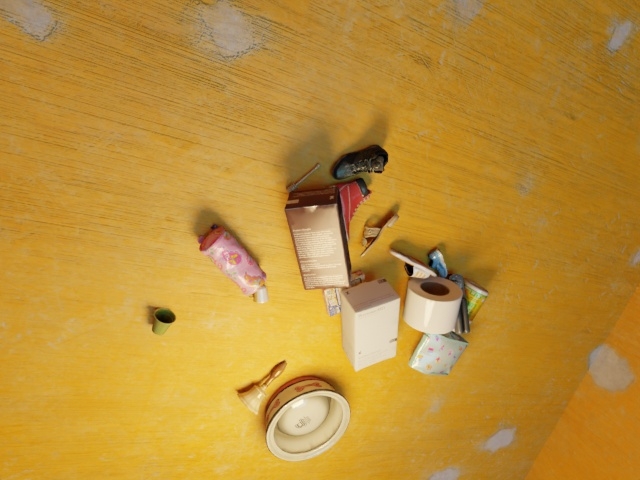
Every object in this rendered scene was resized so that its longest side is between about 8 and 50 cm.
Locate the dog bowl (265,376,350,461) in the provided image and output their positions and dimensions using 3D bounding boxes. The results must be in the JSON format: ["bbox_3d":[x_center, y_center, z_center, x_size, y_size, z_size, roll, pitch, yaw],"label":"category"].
[{"bbox_3d":[-0.074,0.811,2.107,0.408,0.150,0.408,-10,117,-19],"label":"dog bowl"}]

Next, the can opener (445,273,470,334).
[{"bbox_3d":[0.642,0.297,2.149,0.076,0.095,0.283,-2,85,-21],"label":"can opener"}]

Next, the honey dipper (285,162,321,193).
[{"bbox_3d":[-0.062,-0.235,1.703,0.161,0.030,0.030,-42,122,-4],"label":"honey dipper"}]

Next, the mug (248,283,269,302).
[{"bbox_3d":[-0.245,0.209,1.810,0.078,0.062,0.064,-10,109,-26],"label":"mug"}]

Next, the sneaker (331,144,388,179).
[{"bbox_3d":[0.157,-0.287,1.715,0.227,0.130,0.087,-23,118,-10],"label":"sneaker"}]

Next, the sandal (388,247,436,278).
[{"bbox_3d":[0.395,0.115,2.025,0.265,0.102,0.076,25,103,-22],"label":"sandal"}]

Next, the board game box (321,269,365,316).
[{"bbox_3d":[0.108,0.230,1.978,0.193,0.045,0.146,-19,119,-14],"label":"board game box"}]

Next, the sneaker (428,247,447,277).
[{"bbox_3d":[0.540,0.111,2.112,0.073,0.063,0.162,-22,118,9],"label":"sneaker"}]

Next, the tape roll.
[{"bbox_3d":[0.504,0.286,2.057,0.246,0.246,0.169,-5,115,-21],"label":"tape roll"}]

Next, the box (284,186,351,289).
[{"bbox_3d":[0.000,0.000,1.719,0.191,0.143,0.381,-4,126,9],"label":"box"}]

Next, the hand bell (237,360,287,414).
[{"bbox_3d":[-0.234,0.628,1.997,0.242,0.126,0.126,-45,123,-14],"label":"hand bell"}]

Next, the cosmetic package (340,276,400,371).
[{"bbox_3d":[0.213,0.366,1.984,0.217,0.156,0.385,-18,131,-15],"label":"cosmetic package"}]

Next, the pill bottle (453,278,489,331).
[{"bbox_3d":[0.700,0.323,2.221,0.136,0.136,0.245,20,104,-29],"label":"pill bottle"}]

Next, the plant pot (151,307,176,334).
[{"bbox_3d":[-0.593,0.310,1.700,0.083,0.083,0.079,17,117,-29],"label":"plant pot"}]

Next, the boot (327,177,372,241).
[{"bbox_3d":[0.134,-0.120,1.808,0.176,0.088,0.244,-17,115,-17],"label":"boot"}]

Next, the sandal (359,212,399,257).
[{"bbox_3d":[0.220,-0.041,1.900,0.079,0.088,0.240,44,84,-1],"label":"sandal"}]

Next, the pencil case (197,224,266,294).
[{"bbox_3d":[-0.324,0.077,1.685,0.124,0.124,0.284,-41,121,-1],"label":"pencil case"}]

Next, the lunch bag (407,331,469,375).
[{"bbox_3d":[0.564,0.539,2.252,0.262,0.160,0.223,17,106,-34],"label":"lunch bag"}]
